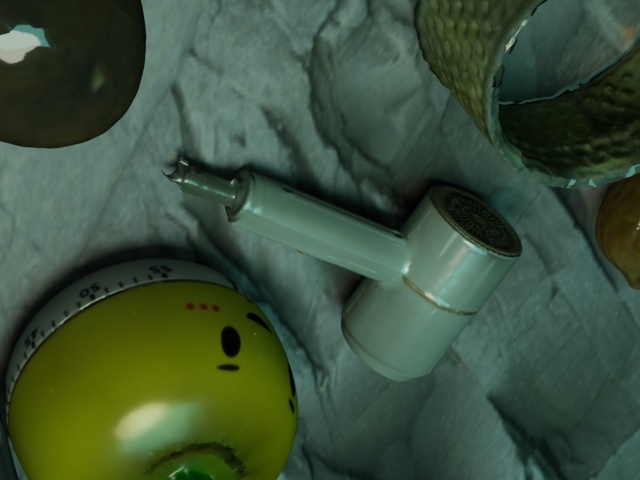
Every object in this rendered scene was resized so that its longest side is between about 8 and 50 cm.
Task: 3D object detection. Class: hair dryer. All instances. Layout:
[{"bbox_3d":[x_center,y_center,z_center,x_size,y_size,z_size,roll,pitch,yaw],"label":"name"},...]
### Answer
[{"bbox_3d":[0.000,0.000,1.693,0.357,0.107,0.173,23,115,-29],"label":"hair dryer"}]

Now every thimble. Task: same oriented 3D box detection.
[{"bbox_3d":[0.228,-0.187,1.588,0.271,0.150,0.271,-14,133,-16],"label":"thimble"}]

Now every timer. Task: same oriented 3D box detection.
[{"bbox_3d":[-0.134,0.178,1.636,0.285,0.285,0.285,-14,133,-16],"label":"timer"}]

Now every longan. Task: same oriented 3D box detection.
[{"bbox_3d":[-0.223,-0.164,1.356,0.212,0.198,0.198,26,114,-44],"label":"longan"}]

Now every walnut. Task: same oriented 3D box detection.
[{"bbox_3d":[0.355,-0.019,1.804,0.166,0.149,0.166,-2,106,-8],"label":"walnut"}]

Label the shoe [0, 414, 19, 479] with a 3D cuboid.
[{"bbox_3d":[-0.324,0.226,1.705,0.093,0.108,0.241,-15,126,-13],"label":"shoe"}]
